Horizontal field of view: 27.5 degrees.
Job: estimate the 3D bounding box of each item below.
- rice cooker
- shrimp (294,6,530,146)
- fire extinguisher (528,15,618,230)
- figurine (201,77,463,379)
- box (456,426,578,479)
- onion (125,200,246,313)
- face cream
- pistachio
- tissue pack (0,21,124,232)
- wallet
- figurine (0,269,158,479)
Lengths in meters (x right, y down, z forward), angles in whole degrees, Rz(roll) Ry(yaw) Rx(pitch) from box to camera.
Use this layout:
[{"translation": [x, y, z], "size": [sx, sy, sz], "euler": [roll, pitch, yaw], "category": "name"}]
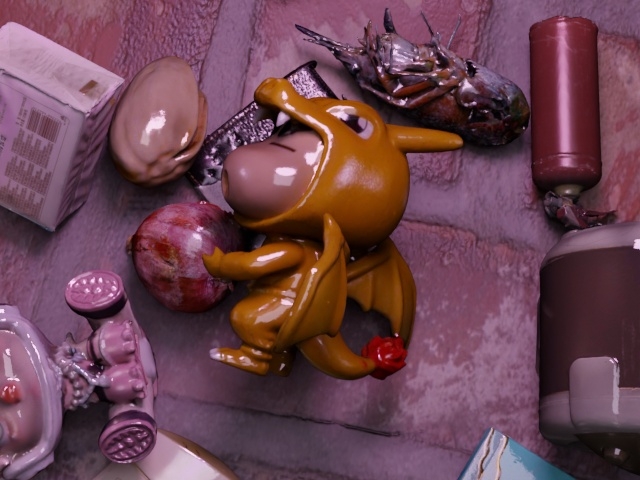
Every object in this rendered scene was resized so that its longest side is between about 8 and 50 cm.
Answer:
[{"translation": [0.452, 0.158, 1.775], "size": [0.335, 0.335, 0.325], "euler": [3, 76, -4], "category": "rice cooker"}, {"translation": [0.147, -0.265, 1.955], "size": [0.372, 0.137, 0.172], "euler": [34, 39, -3], "category": "shrimp"}, {"translation": [0.383, -0.158, 1.958], "size": [0.147, 0.106, 0.336], "euler": [8, 75, -28], "category": "fire extinguisher"}, {"translation": [0.009, 0.003, 1.766], "size": [0.268, 0.401, 0.387], "euler": [16, 89, 34], "category": "figurine"}, {"translation": [0.295, 0.390, 1.837], "size": [0.229, 0.041, 0.162], "euler": [31, 75, 3], "category": "box"}, {"translation": [-0.204, 0.018, 1.849], "size": [0.195, 0.159, 0.159], "euler": [12, 73, 30], "category": "onion"}, {"translation": [-0.274, 0.405, 1.769], "size": [0.348, 0.081, 0.173], "euler": [-43, 83, -13], "category": "face cream"}, {"translation": [-0.234, -0.169, 1.882], "size": [0.144, 0.144, 0.215], "euler": [11, 50, -2], "category": "pistachio"}, {"translation": [-0.401, -0.157, 1.820], "size": [0.185, 0.225, 0.124], "euler": [29, 38, 4], "category": "tissue pack"}, {"translation": [-0.048, -0.112, 1.926], "size": [0.262, 0.071, 0.221], "euler": [-37, 82, -5], "category": "wallet"}, {"translation": [-0.394, 0.207, 1.744], "size": [0.361, 0.211, 0.253], "euler": [-13, 72, -9], "category": "figurine"}]
